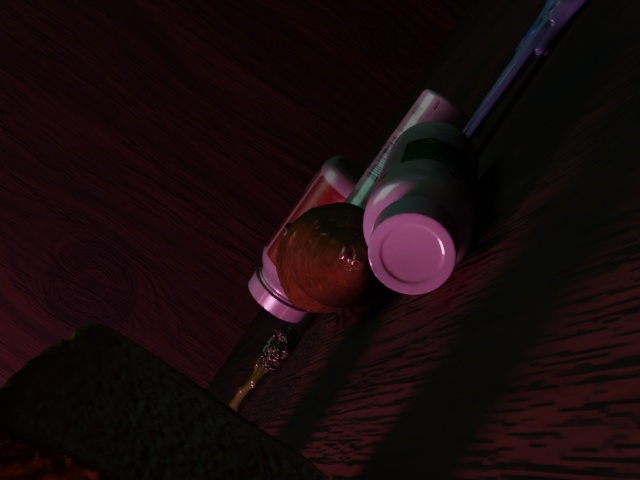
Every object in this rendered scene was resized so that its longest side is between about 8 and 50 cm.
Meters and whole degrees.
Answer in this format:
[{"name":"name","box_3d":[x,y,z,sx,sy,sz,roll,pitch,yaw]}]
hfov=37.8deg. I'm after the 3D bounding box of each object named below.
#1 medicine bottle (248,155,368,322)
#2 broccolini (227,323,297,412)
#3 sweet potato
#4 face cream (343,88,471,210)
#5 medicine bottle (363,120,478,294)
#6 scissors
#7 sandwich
[{"name":"medicine bottle","box_3d":[0.000,0.000,1.432,0.250,0.131,0.131,-54,3,20]},{"name":"broccolini","box_3d":[-0.103,0.235,1.511,0.254,0.071,0.057,-60,42,32]},{"name":"sweet potato","box_3d":[0.021,0.015,1.067,0.131,0.131,0.337,-55,4,-11]},{"name":"face cream","box_3d":[0.094,-0.072,1.249,0.269,0.082,0.082,-54,3,3]},{"name":"medicine bottle","box_3d":[0.090,-0.033,0.818,0.095,0.095,0.260,-53,3,24]},{"name":"scissors","box_3d":[0.254,-0.236,1.048,0.393,0.032,0.180,-54,4,-2]},{"name":"sandwich","box_3d":[-0.088,0.145,0.534,0.065,0.215,0.186,-54,1,14]}]
